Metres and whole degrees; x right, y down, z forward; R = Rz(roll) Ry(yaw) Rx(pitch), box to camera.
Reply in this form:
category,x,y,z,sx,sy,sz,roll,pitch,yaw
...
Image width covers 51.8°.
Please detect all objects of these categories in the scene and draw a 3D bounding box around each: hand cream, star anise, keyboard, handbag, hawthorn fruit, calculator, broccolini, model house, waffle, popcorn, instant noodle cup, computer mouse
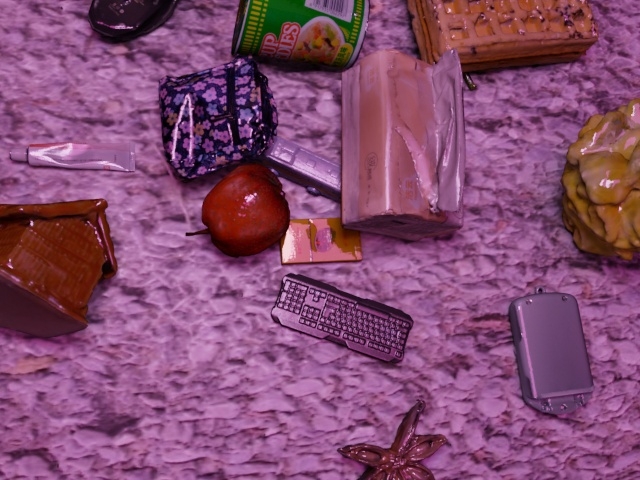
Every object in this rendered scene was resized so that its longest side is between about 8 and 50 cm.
category,x,y,z,sx,sy,sz,roll,pitch,yaw
hand cream,-0.453,-0.158,1.211,0.216,0.038,0.052,0,102,-15
star anise,0.135,0.402,1.172,0.208,0.063,0.171,-27,88,-16
keyboard,0.042,0.146,1.230,0.262,0.016,0.106,20,76,-4
handbag,-0.184,-0.226,1.197,0.208,0.127,0.228,-12,66,7
hawthorn fruit,-0.149,-0.044,1.174,0.194,0.157,0.157,-25,83,-5
calculator,0.442,0.207,1.265,0.141,0.045,0.246,-6,79,-10
broccolini,0.281,-0.373,1.373,0.035,0.030,0.139,-27,88,-7
model house,-0.479,0.025,1.110,0.219,0.200,0.229,51,42,-35
waffle,0.363,-0.484,1.346,0.376,0.114,0.260,-10,77,-18
popcorn,0.584,-0.115,1.227,0.312,0.312,0.312,2,78,-9
instant noodle cup,-0.035,-0.429,1.255,0.233,0.207,0.207,10,77,-13
computer mouse,-0.360,-0.446,1.268,0.106,0.062,0.192,45,64,5

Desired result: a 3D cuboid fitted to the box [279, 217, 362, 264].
category,x,y,z,sx,sy,sz,roll,pitch,yaw
box,0.000,0.000,1.252,0.155,0.023,0.086,-2,76,-9

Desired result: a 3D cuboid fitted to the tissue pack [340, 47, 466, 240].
category,x,y,z,sx,sy,sz,roll,pitch,yaw
tissue pack,0.175,-0.172,1.186,0.239,0.238,0.305,3,79,-8

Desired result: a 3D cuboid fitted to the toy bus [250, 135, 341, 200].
category,x,y,z,sx,sy,sz,roll,pitch,yaw
toy bus,-0.037,-0.140,1.248,0.191,0.075,0.064,25,77,-4
